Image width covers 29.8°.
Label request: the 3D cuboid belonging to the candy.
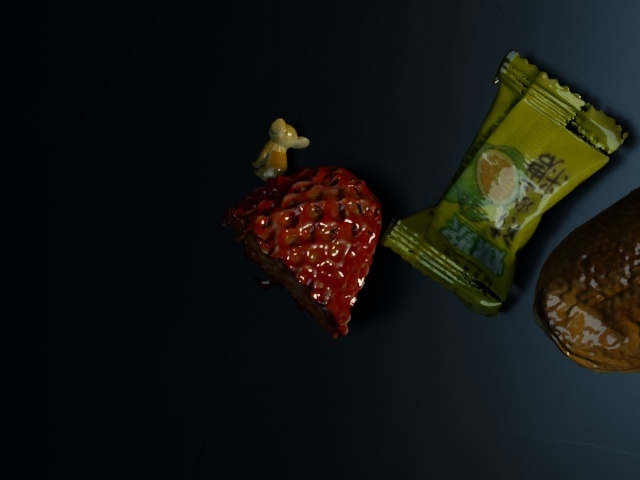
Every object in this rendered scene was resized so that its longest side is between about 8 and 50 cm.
[{"bbox_3d":[0.213,-0.062,1.447,0.187,0.081,0.297,40,114,22],"label":"candy"}]

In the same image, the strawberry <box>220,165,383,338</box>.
[{"bbox_3d":[0.000,0.000,1.540,0.178,0.234,0.234,-43,70,-9],"label":"strawberry"}]

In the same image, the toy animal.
[{"bbox_3d":[-0.053,-0.118,1.609,0.083,0.060,0.081,-56,29,21],"label":"toy animal"}]

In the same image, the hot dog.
[{"bbox_3d":[0.372,0.040,1.346,0.272,0.122,0.196,-36,74,30],"label":"hot dog"}]
